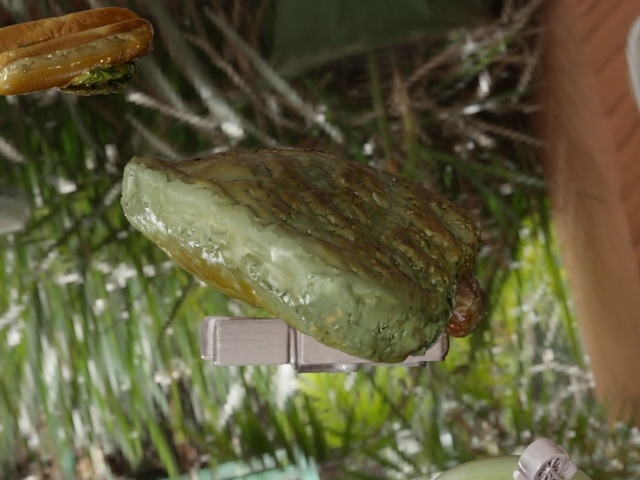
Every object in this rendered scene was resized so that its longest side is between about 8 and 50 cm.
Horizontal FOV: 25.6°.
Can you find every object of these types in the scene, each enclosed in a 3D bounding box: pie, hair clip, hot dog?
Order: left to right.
[{"bbox_3d":[-0.155,-0.111,0.866,0.133,0.041,0.056,-20,-140,-37],"label":"hot dog"},{"bbox_3d":[-0.020,-0.004,1.510,0.395,0.180,0.418,25,-170,21],"label":"pie"},{"bbox_3d":[0.007,0.138,1.901,0.331,0.085,0.101,0,-179,-20],"label":"hair clip"}]

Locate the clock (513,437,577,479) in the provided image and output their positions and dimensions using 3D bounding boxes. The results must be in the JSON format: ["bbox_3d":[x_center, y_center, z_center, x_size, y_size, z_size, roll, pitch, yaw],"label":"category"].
[{"bbox_3d":[0.204,0.239,1.337,0.087,0.129,0.041,-9,-141,-36],"label":"clock"}]

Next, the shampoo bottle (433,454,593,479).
[{"bbox_3d":[0.268,0.479,1.944,0.323,0.317,0.322,3,145,2],"label":"shampoo bottle"}]
